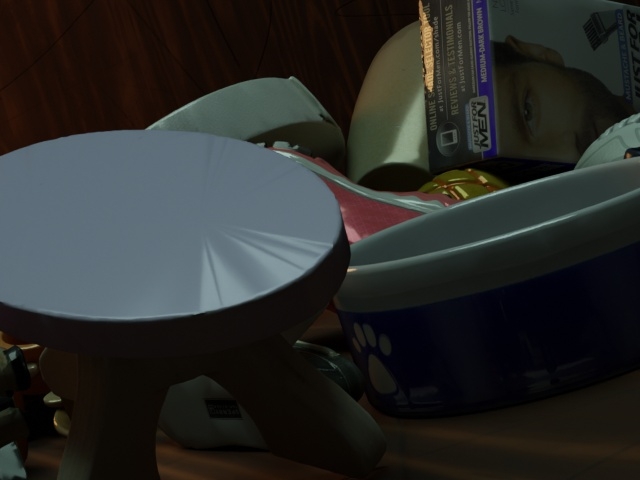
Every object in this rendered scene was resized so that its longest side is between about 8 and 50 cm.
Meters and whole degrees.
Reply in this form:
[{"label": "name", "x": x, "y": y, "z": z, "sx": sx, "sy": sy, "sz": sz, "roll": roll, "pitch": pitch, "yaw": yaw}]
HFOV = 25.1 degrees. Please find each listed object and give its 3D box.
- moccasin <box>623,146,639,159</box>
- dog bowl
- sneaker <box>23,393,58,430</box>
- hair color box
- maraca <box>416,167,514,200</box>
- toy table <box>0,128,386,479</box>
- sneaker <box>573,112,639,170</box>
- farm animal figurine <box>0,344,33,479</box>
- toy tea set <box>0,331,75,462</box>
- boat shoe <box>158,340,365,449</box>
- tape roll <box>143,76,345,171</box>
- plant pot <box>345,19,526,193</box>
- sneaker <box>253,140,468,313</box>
[{"label": "moccasin", "x": 0.380, "y": -0.060, "z": 1.028, "sx": 0.342, "sy": 0.116, "sz": 0.138, "roll": -16, "pitch": 6, "yaw": 17}, {"label": "dog bowl", "x": 0.142, "y": 0.026, "z": 0.984, "sx": 0.265, "sy": 0.104, "sz": 0.265, "roll": -17, "pitch": 6, "yaw": 2}, {"label": "sneaker", "x": -0.249, "y": 0.140, "z": 1.335, "sx": 0.077, "sy": 0.072, "sz": 0.178, "roll": -5, "pitch": 19, "yaw": 20}, {"label": "hair color box", "x": 0.263, "y": -0.157, "z": 1.521, "sx": 0.339, "sy": 0.185, "sz": 0.110, "roll": 1, "pitch": -8, "yaw": -38}, {"label": "maraca", "x": 0.123, "y": -0.002, "z": 1.379, "sx": 0.127, "sy": 0.099, "sz": 0.185, "roll": 2, "pitch": 39, "yaw": 40}, {"label": "toy table", "x": -0.091, "y": 0.047, "z": 0.850, "sx": 0.252, "sy": 0.160, "sz": 0.274, "roll": -38, "pitch": 39, "yaw": -30}, {"label": "sneaker", "x": 0.317, "y": -0.056, "z": 1.308, "sx": 0.118, "sy": 0.110, "sz": 0.292, "roll": -31, "pitch": 11, "yaw": -28}, {"label": "farm animal figurine", "x": -0.213, "y": 0.120, "z": 0.624, "sx": 0.172, "sy": 0.330, "sz": 0.327, "roll": -16, "pitch": 33, "yaw": -17}, {"label": "toy tea set", "x": -0.292, "y": 0.084, "z": 1.221, "sx": 0.200, "sy": 0.124, "sz": 0.336, "roll": -24, "pitch": 27, "yaw": -30}, {"label": "boat shoe", "x": -0.055, "y": 0.104, "z": 1.011, "sx": 0.070, "sy": 0.077, "sz": 0.219, "roll": -22, "pitch": 15, "yaw": -36}, {"label": "tape roll", "x": -0.145, "y": -0.023, "z": 1.579, "sx": 0.392, "sy": 0.072, "sz": 0.392, "roll": -35, "pitch": -18, "yaw": -13}, {"label": "plant pot", "x": 0.132, "y": -0.087, "z": 1.609, "sx": 0.257, "sy": 0.256, "sz": 0.274, "roll": -15, "pitch": 22, "yaw": 26}, {"label": "sneaker", "x": 0.000, "y": 0.000, "z": 1.251, "sx": 0.314, "sy": 0.115, "sz": 0.136, "roll": 11, "pitch": 28, "yaw": 15}]
